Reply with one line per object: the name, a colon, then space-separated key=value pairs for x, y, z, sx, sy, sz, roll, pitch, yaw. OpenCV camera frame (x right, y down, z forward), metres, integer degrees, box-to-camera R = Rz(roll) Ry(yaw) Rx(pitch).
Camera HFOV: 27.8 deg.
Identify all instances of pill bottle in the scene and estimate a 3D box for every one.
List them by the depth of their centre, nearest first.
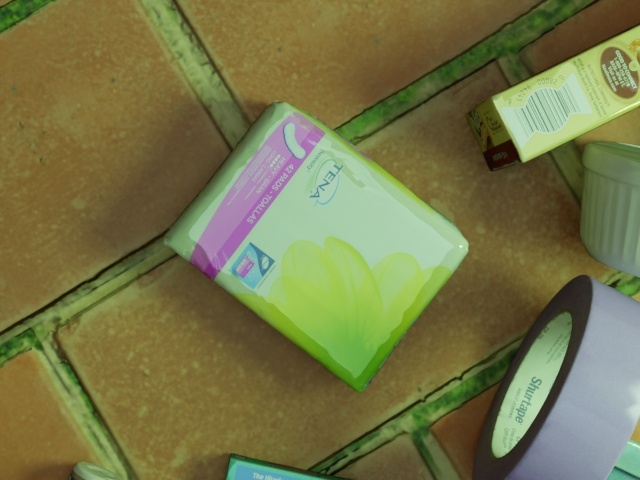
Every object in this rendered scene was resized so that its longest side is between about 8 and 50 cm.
pill bottle: x=-0.282 y=0.328 z=1.524 sx=0.067 sy=0.067 sz=0.120 roll=23 pitch=89 yaw=-2

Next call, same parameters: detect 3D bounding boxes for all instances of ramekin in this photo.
ramekin: x=0.421 y=-0.025 z=1.470 sx=0.272 sy=0.273 sz=0.127 roll=9 pitch=102 yaw=-3

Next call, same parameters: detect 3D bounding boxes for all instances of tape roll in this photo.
tape roll: x=0.272 y=0.179 z=1.447 sx=0.090 sy=0.275 sz=0.275 roll=26 pitch=89 yaw=-3

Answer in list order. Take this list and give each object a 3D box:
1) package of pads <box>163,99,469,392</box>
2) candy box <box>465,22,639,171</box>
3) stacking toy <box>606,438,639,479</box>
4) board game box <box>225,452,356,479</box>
package of pads: x=0.000 y=0.000 z=1.523 sx=0.296 sy=0.101 sz=0.229 roll=38 pitch=89 yaw=-3
candy box: x=0.337 y=-0.188 z=1.498 sx=0.316 sy=0.183 sz=0.088 roll=-25 pitch=92 yaw=-3
stacking toy: x=0.439 y=0.305 z=1.528 sx=0.279 sy=0.130 sz=0.309 roll=-45 pitch=92 yaw=-2
board game box: x=-0.054 y=0.375 z=1.545 sx=0.160 sy=0.047 sz=0.210 roll=12 pitch=88 yaw=-3
